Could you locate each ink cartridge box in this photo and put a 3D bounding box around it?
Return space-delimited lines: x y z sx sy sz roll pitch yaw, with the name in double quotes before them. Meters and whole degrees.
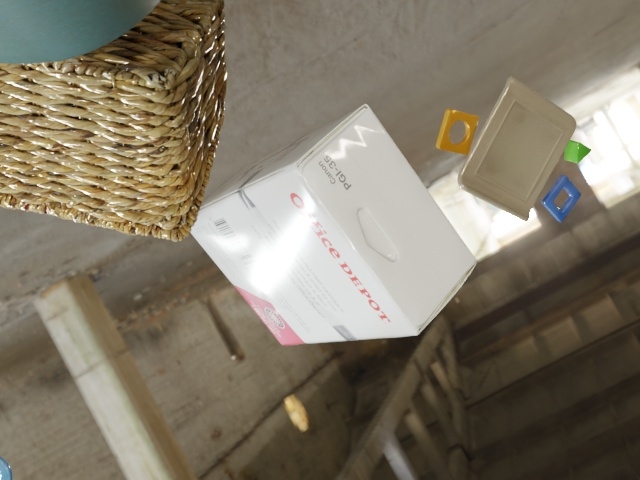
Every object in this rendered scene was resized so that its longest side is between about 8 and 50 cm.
"ink cartridge box" 0.000 0.000 0.901 0.117 0.207 0.283 -44 -166 -29

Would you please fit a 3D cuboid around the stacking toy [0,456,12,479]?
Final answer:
"stacking toy" -0.433 0.281 0.776 0.175 0.166 0.302 13 176 2

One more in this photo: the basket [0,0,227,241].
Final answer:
"basket" -0.254 -0.166 0.896 0.223 0.299 0.214 93 10 -47

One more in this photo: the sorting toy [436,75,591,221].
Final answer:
"sorting toy" 0.316 -0.150 1.365 0.047 0.347 0.196 31 -83 55

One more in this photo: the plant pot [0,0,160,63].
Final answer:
"plant pot" -0.185 -0.245 0.408 0.341 0.341 0.334 -29 -178 -8
